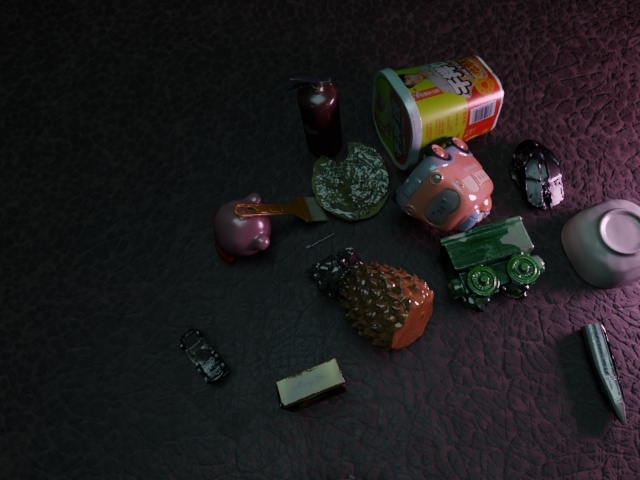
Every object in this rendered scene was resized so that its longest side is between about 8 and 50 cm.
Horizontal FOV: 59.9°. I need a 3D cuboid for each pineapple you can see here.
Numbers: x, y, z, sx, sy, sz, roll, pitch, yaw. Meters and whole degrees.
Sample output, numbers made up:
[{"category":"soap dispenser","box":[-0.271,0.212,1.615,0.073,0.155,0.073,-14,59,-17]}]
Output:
[{"category":"pineapple","box":[0.112,0.127,1.478,0.357,0.223,0.223,33,74,30]}]

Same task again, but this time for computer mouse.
[{"category":"computer mouse","box":[0.635,-0.200,1.617,0.146,0.078,0.242,-8,68,4]}]

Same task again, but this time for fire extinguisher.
[{"category":"fire extinguisher","box":[-0.010,-0.367,1.597,0.135,0.337,0.115,-8,68,2]}]

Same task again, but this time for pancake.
[{"category":"pancake","box":[0.094,-0.174,1.660,0.253,0.037,0.254,1,74,-2]}]

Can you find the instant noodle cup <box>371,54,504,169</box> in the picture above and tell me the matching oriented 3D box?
[{"category":"instant noodle cup","box":[0.342,-0.389,1.626,0.307,0.294,0.294,-18,68,-11]}]

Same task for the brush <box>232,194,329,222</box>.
[{"category":"brush","box":[-0.110,-0.088,1.568,0.314,0.017,0.090,-4,61,-38]}]

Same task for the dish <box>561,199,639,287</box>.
[{"category":"dish","box":[0.800,-0.004,1.503,0.255,0.117,0.257,-1,69,4]}]

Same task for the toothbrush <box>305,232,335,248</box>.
[{"category":"toothbrush","box":[0.000,0.000,1.630,0.096,0.006,0.008,-27,65,-6]}]

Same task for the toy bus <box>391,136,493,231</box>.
[{"category":"toy bus","box":[0.352,-0.133,1.520,0.232,0.194,0.287,47,37,12]}]

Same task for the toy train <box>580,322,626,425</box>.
[{"category":"toy train","box":[0.719,0.339,1.408,0.048,0.055,0.252,-7,68,2]}]

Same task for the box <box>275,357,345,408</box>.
[{"category":"box","box":[-0.019,0.361,1.365,0.159,0.240,0.071,-19,70,-2]}]

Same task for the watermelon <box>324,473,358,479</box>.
[{"category":"watermelon","box":[0.041,0.693,1.183,0.362,0.363,0.364,-2,68,4]}]

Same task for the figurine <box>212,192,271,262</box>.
[{"category":"figurine","box":[-0.220,-0.039,1.578,0.173,0.173,0.174,-2,68,4]}]

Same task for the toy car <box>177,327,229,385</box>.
[{"category":"toy car","box":[-0.315,0.315,1.504,0.071,0.062,0.165,-39,71,-11]}]

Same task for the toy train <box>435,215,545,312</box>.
[{"category":"toy train","box":[0.455,0.069,1.492,0.265,0.145,0.202,-17,65,-2]}]
